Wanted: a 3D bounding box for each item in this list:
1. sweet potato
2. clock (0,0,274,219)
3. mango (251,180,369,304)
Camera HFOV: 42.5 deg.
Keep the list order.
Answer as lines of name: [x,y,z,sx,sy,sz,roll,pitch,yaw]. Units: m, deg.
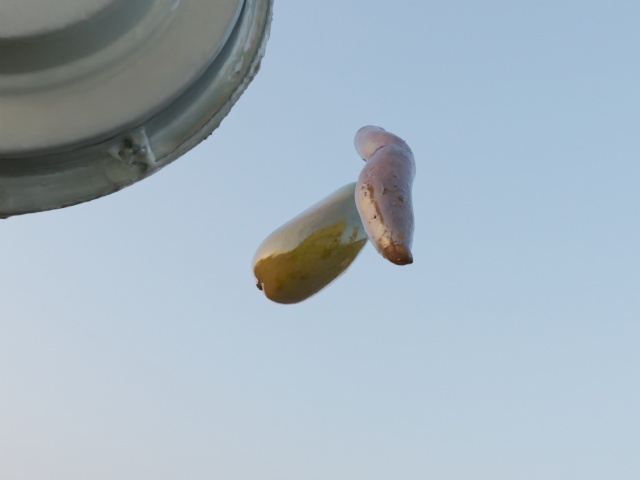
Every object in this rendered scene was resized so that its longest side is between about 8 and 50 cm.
sweet potato: [0.041,-0.041,0.516,0.044,0.179,0.044,-1,-57,-1]
clock: [-0.128,-0.127,0.323,0.236,0.236,0.053,17,-20,-12]
mango: [0.000,0.000,0.959,0.092,0.194,0.130,49,-23,-5]
